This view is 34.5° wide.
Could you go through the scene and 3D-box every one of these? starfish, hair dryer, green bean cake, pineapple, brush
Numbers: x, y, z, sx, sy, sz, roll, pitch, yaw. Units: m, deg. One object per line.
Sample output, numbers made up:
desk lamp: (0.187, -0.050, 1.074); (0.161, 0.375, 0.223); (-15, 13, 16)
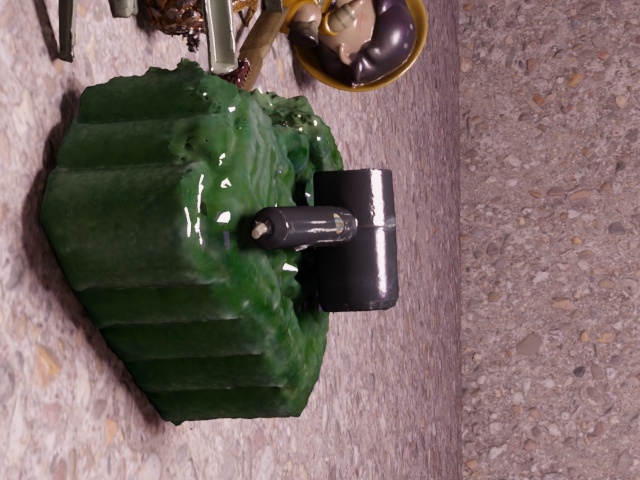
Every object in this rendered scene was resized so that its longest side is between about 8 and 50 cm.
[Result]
starfish: (-0.089, -0.295, 1.208); (0.130, 0.041, 0.133); (59, 31, -62)
hair dryer: (0.000, 0.000, 0.825); (0.219, 0.072, 0.124); (1, 86, -65)
green bean cake: (-0.089, -0.028, 0.911); (0.307, 0.169, 0.300); (67, 25, -48)
pineapple: (-0.123, -0.288, 0.971); (0.083, 0.103, 0.221); (-5, 92, -74)
brush: (-0.085, -0.207, 1.168); (0.248, 0.043, 0.036); (-70, 155, -45)

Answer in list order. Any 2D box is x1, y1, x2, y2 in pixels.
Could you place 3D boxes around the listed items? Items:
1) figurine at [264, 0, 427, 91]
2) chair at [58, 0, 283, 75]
figurine: (0.025, -0.306, 1.413); (0.257, 0.167, 0.192); (18, 72, -49)
chair: (-0.144, -0.287, 0.795); (0.203, 0.191, 0.274); (-66, 156, -62)
